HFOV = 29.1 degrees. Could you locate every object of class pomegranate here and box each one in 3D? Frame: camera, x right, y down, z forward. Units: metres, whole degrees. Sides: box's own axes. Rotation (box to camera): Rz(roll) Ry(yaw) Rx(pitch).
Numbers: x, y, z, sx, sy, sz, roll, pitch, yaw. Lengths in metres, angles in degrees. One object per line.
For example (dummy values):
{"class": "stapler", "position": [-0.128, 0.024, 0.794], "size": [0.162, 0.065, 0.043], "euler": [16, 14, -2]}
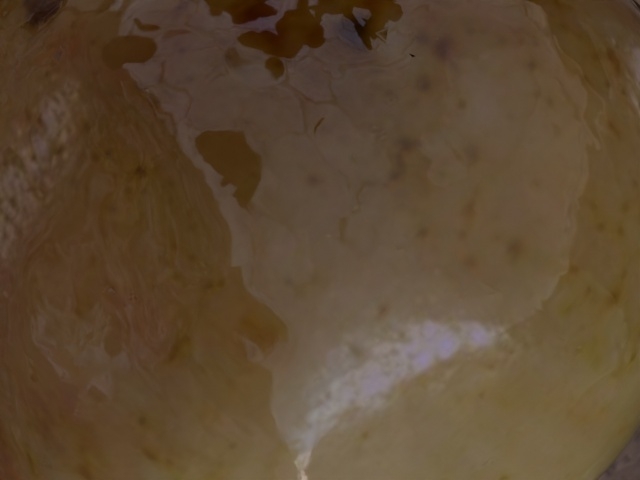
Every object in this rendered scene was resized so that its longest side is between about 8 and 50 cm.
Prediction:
{"class": "pomegranate", "position": [0.000, 0.000, 0.600], "size": [0.411, 0.411, 0.411], "euler": [7, -124, -11]}
